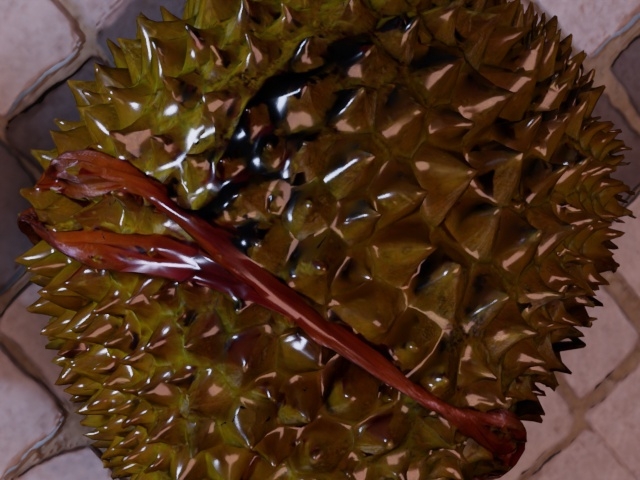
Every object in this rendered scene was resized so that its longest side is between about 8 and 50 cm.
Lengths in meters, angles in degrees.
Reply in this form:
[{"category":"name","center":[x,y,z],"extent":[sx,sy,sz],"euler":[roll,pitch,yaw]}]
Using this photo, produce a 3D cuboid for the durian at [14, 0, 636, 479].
[{"category":"durian","center":[0.004,0.003,1.047],"extent":[0.347,0.347,0.384],"euler":[35,49,-17]}]
